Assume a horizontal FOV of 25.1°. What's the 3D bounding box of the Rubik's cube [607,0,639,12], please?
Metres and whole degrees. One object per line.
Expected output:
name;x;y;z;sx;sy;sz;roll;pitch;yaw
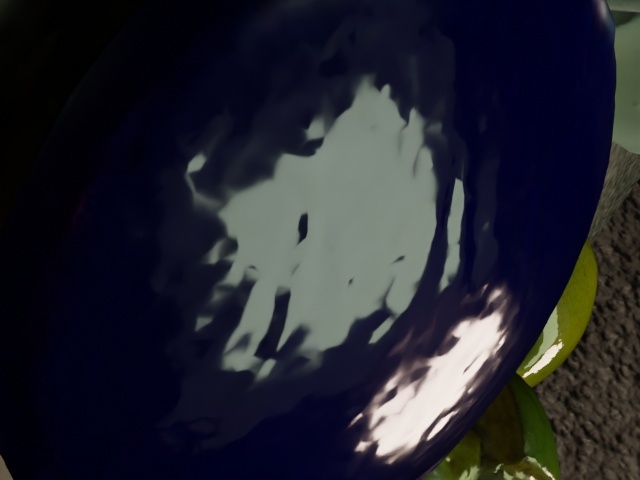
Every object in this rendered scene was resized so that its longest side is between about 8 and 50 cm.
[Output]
Rubik's cube;0.135;-0.185;0.603;0.228;0.233;0.228;34;46;-42

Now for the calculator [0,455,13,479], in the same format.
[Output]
calculator;-0.130;0.078;0.537;0.175;0.032;0.100;-50;167;-25

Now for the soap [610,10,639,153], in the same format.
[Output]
soap;0.178;-0.162;0.818;0.119;0.067;0.198;77;27;-55

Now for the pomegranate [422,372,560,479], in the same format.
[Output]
pomegranate;0.037;0.193;0.882;0.236;0.236;0.301;101;-11;-61

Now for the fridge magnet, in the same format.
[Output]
fridge magnet;0.000;0.000;0.499;0.265;0.113;0.265;-25;133;-31

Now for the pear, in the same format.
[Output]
pear;0.109;0.023;1.078;0.180;0.166;0.216;-64;-155;21
